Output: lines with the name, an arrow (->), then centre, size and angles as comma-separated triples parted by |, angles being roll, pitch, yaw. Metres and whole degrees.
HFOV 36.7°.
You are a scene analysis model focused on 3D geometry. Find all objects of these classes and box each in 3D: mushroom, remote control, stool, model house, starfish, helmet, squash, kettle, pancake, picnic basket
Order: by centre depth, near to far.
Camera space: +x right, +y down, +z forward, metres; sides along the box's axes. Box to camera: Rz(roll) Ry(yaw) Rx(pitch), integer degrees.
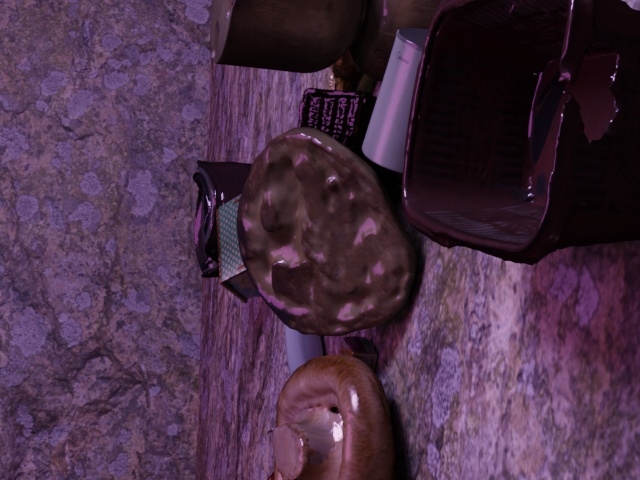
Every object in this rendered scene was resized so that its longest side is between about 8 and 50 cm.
picnic basket -> 0.175, -0.094, 0.762 | 0.297, 0.129, 0.222 | -153, 70, -73
kettle -> 0.114, -0.152, 1.081 | 0.126, 0.098, 0.148 | -101, 24, -60
stool -> 0.005, -0.293, 1.192 | 0.179, 0.264, 0.179 | -177, 90, -76
mushroom -> 0.018, 0.284, 1.243 | 0.278, 0.146, 0.278 | -22, 65, 59
model house -> 0.043, -0.124, 1.244 | 0.106, 0.152, 0.165 | -116, 34, -74
pancake -> 0.000, 0.000, 1.252 | 0.295, 0.049, 0.294 | 18, 122, 32
squash -> 0.064, -0.221, 1.425 | 0.089, 0.027, 0.027 | 111, 158, -43
starfish -> 0.029, -0.250, 1.436 | 0.299, 0.060, 0.302 | -80, -5, -85
model house -> -0.053, 0.019, 1.452 | 0.271, 0.207, 0.178 | 120, 151, -59
remote control -> -0.038, 0.128, 1.678 | 0.103, 0.051, 0.293 | 110, 159, -49
helmet -> -0.166, -0.047, 1.965 | 0.305, 0.177, 0.224 | 125, 138, -74

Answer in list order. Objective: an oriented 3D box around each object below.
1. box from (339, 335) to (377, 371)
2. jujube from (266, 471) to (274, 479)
box -> 0.041, 0.237, 1.366 | 0.050, 0.041, 0.207 | -120, 36, -65
jujube -> -0.043, 0.421, 1.440 | 0.155, 0.155, 0.230 | -104, 29, -50
